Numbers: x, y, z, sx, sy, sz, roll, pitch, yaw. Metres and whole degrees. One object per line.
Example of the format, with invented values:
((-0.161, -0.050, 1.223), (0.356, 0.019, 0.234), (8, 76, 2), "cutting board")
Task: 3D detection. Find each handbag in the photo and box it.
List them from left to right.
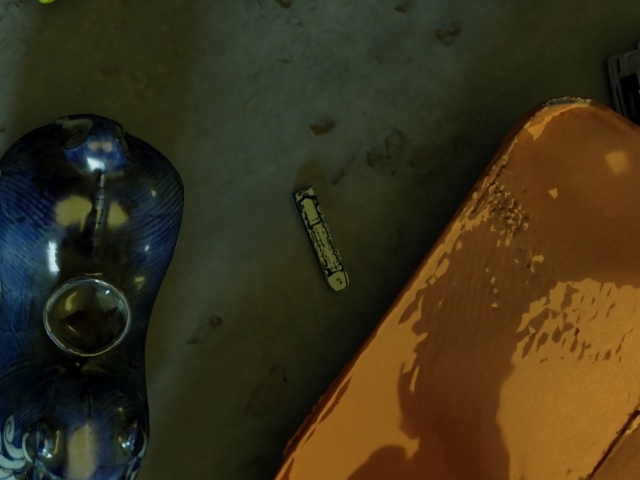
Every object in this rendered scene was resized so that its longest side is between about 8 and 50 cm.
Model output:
((0.175, 0.124, 1.241), (0.303, 0.116, 0.410), (35, 86, 11), "handbag")

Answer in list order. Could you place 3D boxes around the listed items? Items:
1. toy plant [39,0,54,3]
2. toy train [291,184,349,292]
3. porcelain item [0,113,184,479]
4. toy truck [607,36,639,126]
((-0.207, -0.245, 1.207), (0.093, 0.093, 0.162), (-27, 100, -14), "toy plant")
((0.000, 0.000, 1.302), (0.017, 0.017, 0.083), (-22, 95, -12), "toy train")
((-0.168, 0.055, 1.170), (0.138, 0.186, 0.288), (8, 87, -14), "porcelain item")
((0.355, -0.134, 1.346), (0.243, 0.125, 0.101), (-15, 95, -14), "toy truck")
